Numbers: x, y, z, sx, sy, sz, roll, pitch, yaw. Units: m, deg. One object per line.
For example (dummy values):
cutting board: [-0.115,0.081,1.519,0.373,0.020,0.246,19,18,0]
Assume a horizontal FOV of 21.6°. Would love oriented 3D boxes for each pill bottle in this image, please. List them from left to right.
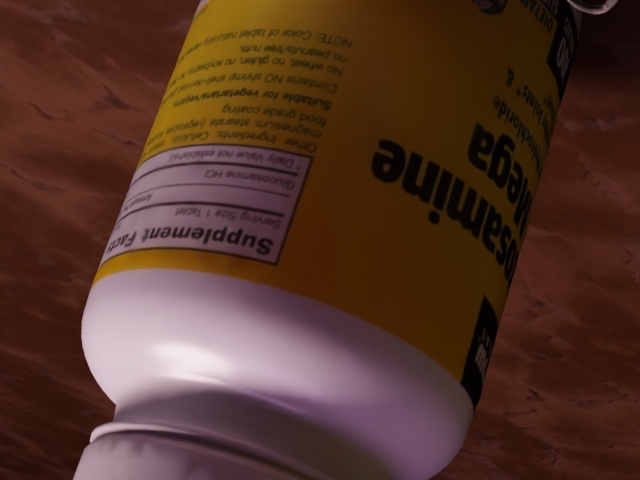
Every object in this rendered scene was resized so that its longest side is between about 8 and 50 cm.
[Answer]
pill bottle: [0.000,0.000,0.799,0.188,0.334,0.188,15,158,6]

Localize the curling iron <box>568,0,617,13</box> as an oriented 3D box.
curling iron: [0.006,-0.119,0.692,0.274,0.035,0.068,3,155,31]
